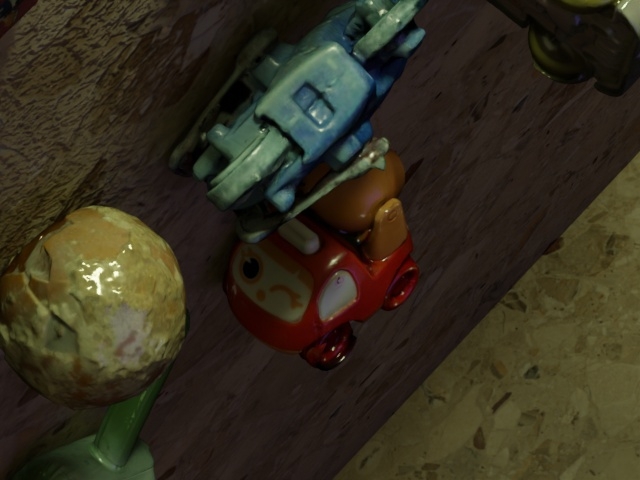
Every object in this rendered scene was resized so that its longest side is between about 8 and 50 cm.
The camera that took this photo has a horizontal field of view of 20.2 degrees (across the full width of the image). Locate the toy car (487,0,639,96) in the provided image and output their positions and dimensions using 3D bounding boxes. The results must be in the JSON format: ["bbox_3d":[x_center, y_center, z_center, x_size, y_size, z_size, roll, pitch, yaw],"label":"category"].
[{"bbox_3d":[0.241,-0.333,1.812,0.226,0.336,0.242,-46,167,-9],"label":"toy car"}]

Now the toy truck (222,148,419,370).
[{"bbox_3d":[0.000,0.000,2.208,0.265,0.189,0.239,-42,151,-20],"label":"toy truck"}]

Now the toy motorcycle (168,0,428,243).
[{"bbox_3d":[-0.021,-0.161,1.906,0.319,0.241,0.182,-44,122,2],"label":"toy motorcycle"}]

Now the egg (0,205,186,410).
[{"bbox_3d":[-0.228,0.071,1.779,0.195,0.195,0.233,-39,171,-31],"label":"egg"}]

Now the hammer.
[{"bbox_3d":[-0.246,0.214,2.181,0.206,0.119,0.335,-15,135,-62],"label":"hammer"}]

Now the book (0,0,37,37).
[{"bbox_3d":[-0.321,-0.146,1.385,0.232,0.022,0.162,-47,162,-10],"label":"book"}]
